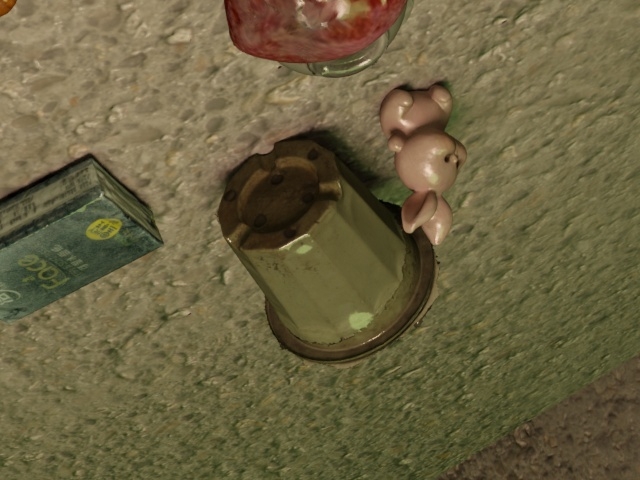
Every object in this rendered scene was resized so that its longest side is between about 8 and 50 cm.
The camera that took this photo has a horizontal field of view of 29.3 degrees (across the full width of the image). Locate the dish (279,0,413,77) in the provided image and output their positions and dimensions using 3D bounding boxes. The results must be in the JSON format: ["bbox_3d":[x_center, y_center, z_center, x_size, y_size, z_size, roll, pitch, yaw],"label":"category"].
[{"bbox_3d":[0.026,-0.264,1.463,0.224,0.078,0.246,-6,148,-23],"label":"dish"}]

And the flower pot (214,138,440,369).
[{"bbox_3d":[0.000,0.000,1.741,0.290,0.290,0.259,-26,137,10],"label":"flower pot"}]

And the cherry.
[{"bbox_3d":[-0.014,-0.280,1.309,0.192,0.175,0.249,27,132,-31],"label":"cherry"}]

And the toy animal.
[{"bbox_3d":[0.154,-0.106,1.685,0.124,0.212,0.124,-14,158,-6],"label":"toy animal"}]

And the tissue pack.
[{"bbox_3d":[-0.368,0.003,1.664,0.257,0.081,0.185,-27,151,8],"label":"tissue pack"}]

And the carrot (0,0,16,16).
[{"bbox_3d":[-0.418,-0.232,1.275,0.216,0.048,0.048,-16,151,3],"label":"carrot"}]
